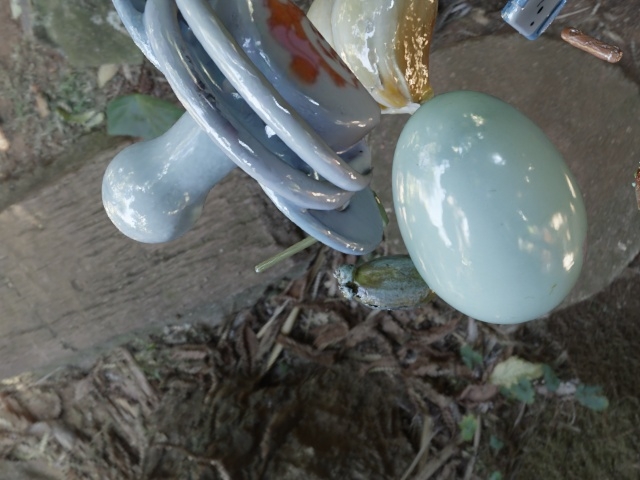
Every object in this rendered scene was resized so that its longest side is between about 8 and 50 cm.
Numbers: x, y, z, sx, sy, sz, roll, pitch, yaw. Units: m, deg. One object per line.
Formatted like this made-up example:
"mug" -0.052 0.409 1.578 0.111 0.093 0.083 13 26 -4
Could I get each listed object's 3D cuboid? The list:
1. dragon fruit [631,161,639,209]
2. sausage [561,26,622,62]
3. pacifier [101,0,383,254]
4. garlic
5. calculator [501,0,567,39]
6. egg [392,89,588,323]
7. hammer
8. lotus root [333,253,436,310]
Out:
"dragon fruit" 0.800 -0.128 1.855 0.175 0.138 0.142 -39 99 -1
"sausage" 0.570 -0.418 1.668 0.158 0.042 0.036 45 109 42
"pacifier" -0.086 -0.078 0.616 0.233 0.244 0.299 -38 98 24
"garlic" 0.095 -0.368 1.377 0.249 0.286 0.313 -12 103 -10
"calculator" 0.415 -0.453 1.506 0.039 0.210 0.121 47 111 21
"egg" 0.212 -0.035 0.998 0.230 0.230 0.371 -3 144 30
"hammer" 0.000 0.000 1.073 0.195 0.028 0.060 -28 131 7
"lotus root" 0.099 0.060 1.126 0.165 0.088 0.088 -3 116 -16
